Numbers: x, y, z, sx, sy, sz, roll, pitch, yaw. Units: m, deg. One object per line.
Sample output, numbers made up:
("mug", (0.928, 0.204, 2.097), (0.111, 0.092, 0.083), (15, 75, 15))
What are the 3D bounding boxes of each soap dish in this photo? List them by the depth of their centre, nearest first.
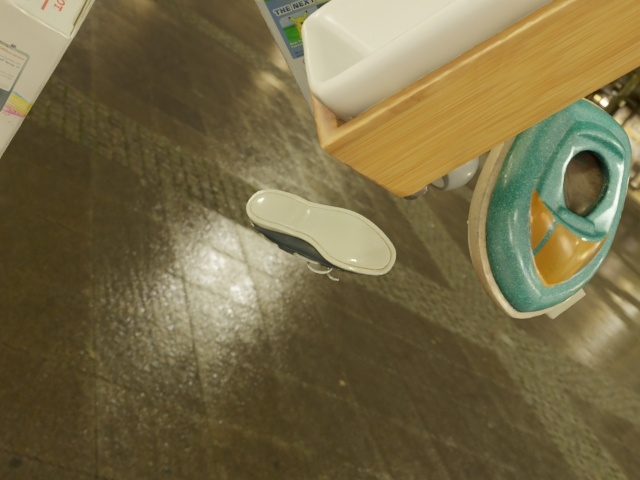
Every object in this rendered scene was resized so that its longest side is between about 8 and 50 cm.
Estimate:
("soap dish", (0.129, -0.169, 0.620), (0.118, 0.291, 0.229), (55, 13, -27))

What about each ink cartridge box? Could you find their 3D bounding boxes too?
("ink cartridge box", (-0.389, -0.269, 1.029), (0.119, 0.353, 0.207), (29, 37, -24))

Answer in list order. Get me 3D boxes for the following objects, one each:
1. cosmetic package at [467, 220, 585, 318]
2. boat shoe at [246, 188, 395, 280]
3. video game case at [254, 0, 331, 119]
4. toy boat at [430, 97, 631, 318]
("cosmetic package", (0.510, 0.044, 1.981), (0.309, 0.113, 0.160), (38, 19, -36))
("boat shoe", (0.000, 0.000, 1.248), (0.255, 0.095, 0.079), (18, -26, 18))
("video game case", (0.096, -0.307, 1.043), (0.300, 0.329, 0.036), (60, 21, -43))
("toy boat", (0.216, -0.053, 0.886), (0.318, 0.267, 0.148), (16, -1, -25))
